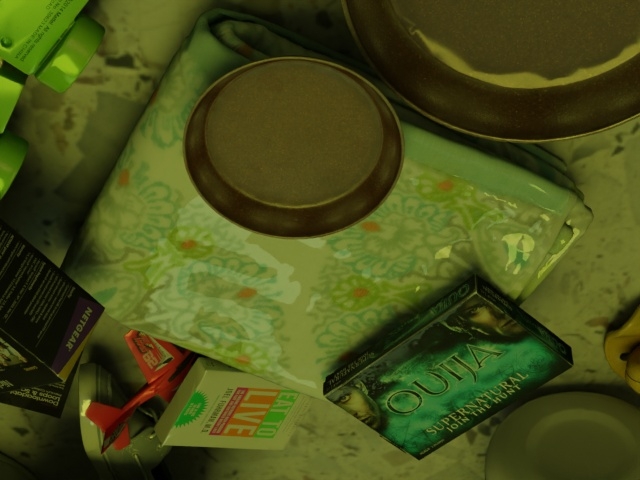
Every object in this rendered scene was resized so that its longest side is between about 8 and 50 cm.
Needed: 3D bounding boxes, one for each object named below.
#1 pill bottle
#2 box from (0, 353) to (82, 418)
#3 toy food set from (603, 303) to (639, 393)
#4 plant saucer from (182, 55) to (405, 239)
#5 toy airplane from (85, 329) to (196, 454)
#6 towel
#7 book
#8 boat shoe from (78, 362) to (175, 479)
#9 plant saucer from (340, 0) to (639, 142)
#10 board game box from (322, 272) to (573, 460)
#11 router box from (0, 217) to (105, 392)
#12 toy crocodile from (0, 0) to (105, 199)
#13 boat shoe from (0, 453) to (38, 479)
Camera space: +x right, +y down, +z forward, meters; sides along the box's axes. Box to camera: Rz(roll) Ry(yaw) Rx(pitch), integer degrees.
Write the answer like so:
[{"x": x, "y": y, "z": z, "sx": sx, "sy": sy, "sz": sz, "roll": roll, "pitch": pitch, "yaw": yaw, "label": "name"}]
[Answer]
[{"x": 0.259, "y": 0.318, "z": 1.353, "sx": 0.182, "sy": 0.181, "sz": 0.322, "roll": -4, "pitch": 129, "yaw": 5, "label": "pill bottle"}, {"x": -0.286, "y": 0.097, "z": 1.293, "sx": 0.116, "sy": 0.029, "sz": 0.162, "roll": 17, "pitch": 126, "yaw": -11, "label": "box"}, {"x": 0.377, "y": 0.109, "z": 1.249, "sx": 0.218, "sy": 0.071, "sz": 0.128, "roll": -7, "pitch": 128, "yaw": 7, "label": "toy food set"}, {"x": -0.020, "y": -0.074, "z": 1.031, "sx": 0.169, "sy": 0.029, "sz": 0.168, "roll": 0, "pitch": 128, "yaw": 0, "label": "plant saucer"}, {"x": -0.161, "y": 0.143, "z": 1.276, "sx": 0.151, "sy": 0.028, "sz": 0.151, "roll": -18, "pitch": 117, "yaw": -37, "label": "toy airplane"}, {"x": 0.000, "y": 0.000, "z": 1.165, "sx": 0.375, "sy": 0.090, "sz": 0.320, "roll": 23, "pitch": 125, "yaw": -16, "label": "towel"}, {"x": -0.076, "y": 0.155, "z": 1.290, "sx": 0.144, "sy": 0.035, "sz": 0.096, "roll": 8, "pitch": 125, "yaw": -40, "label": "book"}, {"x": -0.187, "y": 0.199, "z": 1.348, "sx": 0.081, "sy": 0.079, "sz": 0.227, "roll": -8, "pitch": 135, "yaw": 1, "label": "boat shoe"}, {"x": 0.168, "y": -0.215, "z": 1.004, "sx": 0.311, "sy": 0.050, "sz": 0.310, "roll": 0, "pitch": 128, "yaw": 1, "label": "plant saucer"}, {"x": 0.110, "y": 0.116, "z": 1.187, "sx": 0.126, "sy": 0.026, "sz": 0.186, "roll": 36, "pitch": 124, "yaw": -25, "label": "board game box"}, {"x": -0.370, "y": 0.036, "z": 1.142, "sx": 0.309, "sy": 0.081, "sz": 0.243, "roll": -13, "pitch": 131, "yaw": 43, "label": "router box"}, {"x": -0.261, "y": -0.136, "z": 1.067, "sx": 0.115, "sy": 0.105, "sz": 0.340, "roll": 29, "pitch": 120, "yaw": -19, "label": "toy crocodile"}, {"x": -0.430, "y": 0.232, "z": 1.354, "sx": 0.319, "sy": 0.116, "sz": 0.099, "roll": 34, "pitch": 119, "yaw": -29, "label": "boat shoe"}]
